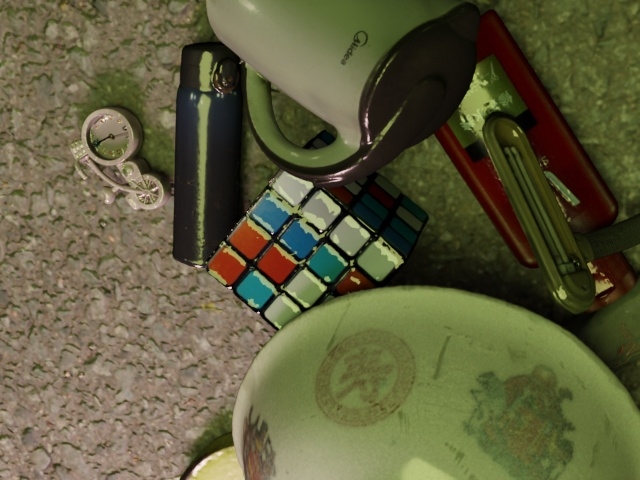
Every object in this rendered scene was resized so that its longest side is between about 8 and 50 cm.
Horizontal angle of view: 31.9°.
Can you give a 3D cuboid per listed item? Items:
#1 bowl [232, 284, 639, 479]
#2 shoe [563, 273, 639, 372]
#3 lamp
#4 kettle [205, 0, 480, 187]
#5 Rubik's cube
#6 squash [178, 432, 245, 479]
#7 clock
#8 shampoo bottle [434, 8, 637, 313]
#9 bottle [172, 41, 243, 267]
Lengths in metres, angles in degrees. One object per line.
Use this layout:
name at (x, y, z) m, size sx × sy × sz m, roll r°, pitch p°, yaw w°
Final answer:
bowl at (0.096, 0.273, 1.076) m, size 0.435 × 0.196 × 0.434 m, roll 8°, pitch 122°, yaw 12°
shoe at (0.292, 0.110, 1.162) m, size 0.195 × 0.078 × 0.079 m, roll -36°, pitch 95°, yaw 27°
lamp at (0.304, -0.082, 1.051) m, size 0.283 × 0.124 × 0.203 m, roll -28°, pitch 86°, yaw 6°
kettle at (0.010, -0.169, 1.044) m, size 0.236 × 0.161 × 0.221 m, roll 42°, pitch 102°, yaw 32°
Rubik's cube at (0.000, 0.000, 1.167) m, size 0.154 × 0.151 × 0.155 m, roll 40°, pitch 114°, yaw -1°
squash at (-0.059, 0.346, 1.359) m, size 0.252 × 0.049 × 0.252 m, roll 6°, pitch 111°, yaw 16°
clock at (-0.224, -0.085, 1.261) m, size 0.087 × 0.041 × 0.129 m, roll -34°, pitch 91°, yaw 19°
shampoo bottle at (0.205, -0.072, 1.124) m, size 0.118 × 0.076 × 0.314 m, roll -33°, pitch 97°, yaw 8°
bottle at (-0.120, -0.093, 1.210) m, size 0.082 × 0.072 × 0.244 m, roll 29°, pitch 121°, yaw 53°
